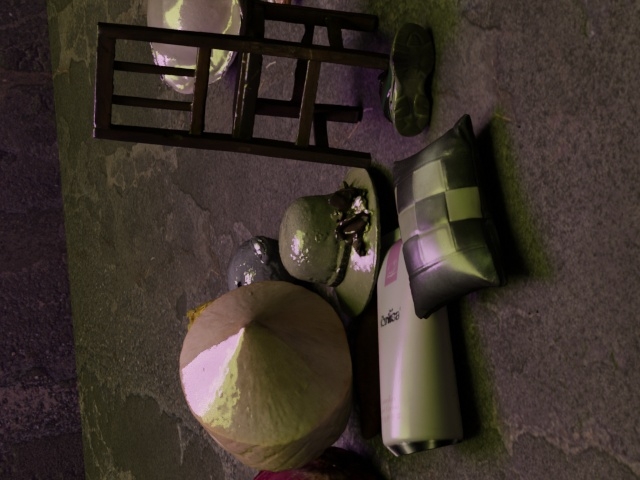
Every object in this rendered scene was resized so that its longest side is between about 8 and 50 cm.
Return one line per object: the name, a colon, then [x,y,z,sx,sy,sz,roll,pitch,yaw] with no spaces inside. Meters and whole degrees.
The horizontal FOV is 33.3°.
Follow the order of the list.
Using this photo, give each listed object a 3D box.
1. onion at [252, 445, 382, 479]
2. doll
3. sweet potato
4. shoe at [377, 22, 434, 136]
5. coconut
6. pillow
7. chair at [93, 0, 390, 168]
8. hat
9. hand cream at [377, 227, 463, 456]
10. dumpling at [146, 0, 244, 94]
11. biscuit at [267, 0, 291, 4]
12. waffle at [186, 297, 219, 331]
onion: [-0.013,0.486,1.834,0.256,0.231,0.272,-32,59,60]
doll: [-0.092,0.149,1.998,0.246,0.158,0.340,134,124,-68]
sweet potato: [0.083,0.229,1.786,0.078,0.058,0.255,-128,36,-72]
shoe: [0.120,-0.246,1.623,0.099,0.071,0.169,-150,57,-63]
coconut: [-0.083,0.211,1.746,0.329,0.329,0.328,18,110,61]
pillow: [0.176,-0.030,1.502,0.186,0.106,0.249,-29,64,52]
chair: [-0.124,-0.256,1.646,0.240,0.416,0.203,-96,14,-61]
hat: [0.000,0.000,1.770,0.257,0.130,0.257,-178,90,-73]
hand cream: [0.139,0.141,1.612,0.185,0.118,0.358,138,130,-63]
dumpling: [-0.240,-0.494,2.188,0.260,0.181,0.341,-2,62,43]
biscuit: [-0.042,-0.497,1.870,0.240,0.035,0.158,-18,100,53]
waffle: [-0.241,0.260,2.423,0.261,0.056,0.250,-18,78,60]
